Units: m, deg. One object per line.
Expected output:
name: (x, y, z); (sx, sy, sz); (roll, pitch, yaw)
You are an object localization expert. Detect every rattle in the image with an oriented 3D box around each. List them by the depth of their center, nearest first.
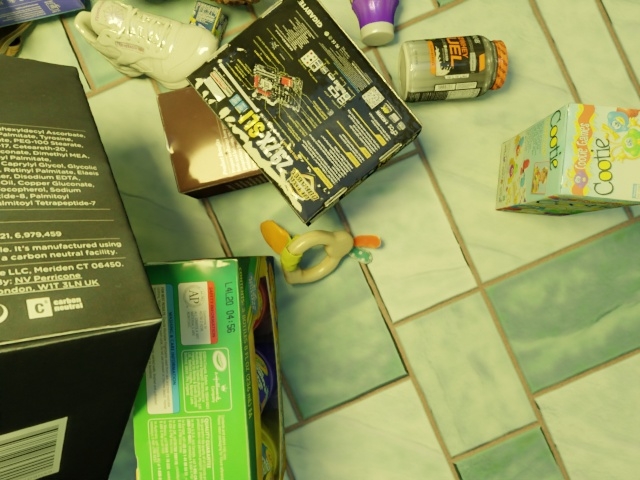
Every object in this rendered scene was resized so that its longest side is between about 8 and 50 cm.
rattle: (0.000, 0.000, 0.966); (0.200, 0.143, 0.130); (-24, 121, -14)

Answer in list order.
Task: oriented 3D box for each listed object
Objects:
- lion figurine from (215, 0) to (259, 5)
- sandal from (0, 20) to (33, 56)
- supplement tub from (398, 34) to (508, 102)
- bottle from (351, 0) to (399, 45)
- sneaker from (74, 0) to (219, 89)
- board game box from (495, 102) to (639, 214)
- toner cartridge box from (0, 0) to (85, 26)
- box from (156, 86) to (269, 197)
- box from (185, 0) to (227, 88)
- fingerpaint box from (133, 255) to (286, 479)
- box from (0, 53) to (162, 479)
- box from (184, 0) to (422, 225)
lion figurine: (-0.284, -0.531, 0.906); (0.393, 0.142, 0.240); (-9, 71, 7)
sandal: (-0.652, -0.397, 0.971); (0.072, 0.049, 0.180); (23, 75, 16)
supplement tub: (0.254, -0.334, 0.924); (0.191, 0.117, 0.116); (-5, 89, 1)
bottle: (0.104, -0.538, 0.943); (0.118, 0.092, 0.282); (-5, 89, 2)
sneaker: (-0.325, -0.361, 0.868); (0.305, 0.152, 0.114); (14, 80, 28)
board game box: (0.432, -0.127, 0.838); (0.142, 0.275, 0.144); (6, 89, 1)
toner cartridge box: (-0.659, -0.514, 0.945); (0.348, 0.075, 0.165); (-12, 71, 1)
box: (-0.095, -0.217, 0.919); (0.382, 0.143, 0.191); (-13, 89, -1)
box: (-0.246, -0.387, 0.962); (0.054, 0.059, 0.168); (20, 89, 3)
fingerpaint box: (-0.159, 0.249, 0.793); (0.163, 0.371, 0.444); (-4, 88, 1)
box: (-0.461, 0.077, 0.647); (0.298, 0.479, 0.471); (-6, 51, -38)
box: (-0.026, -0.227, 0.813); (0.257, 0.079, 0.322); (-40, 89, 2)
